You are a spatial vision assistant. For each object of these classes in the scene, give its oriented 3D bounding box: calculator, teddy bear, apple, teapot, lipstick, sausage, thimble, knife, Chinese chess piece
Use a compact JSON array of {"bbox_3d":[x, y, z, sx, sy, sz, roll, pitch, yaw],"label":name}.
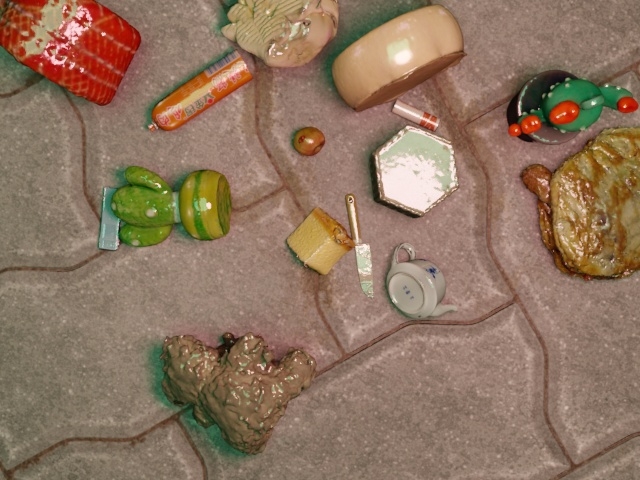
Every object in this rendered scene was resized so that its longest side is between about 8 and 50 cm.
[{"bbox_3d":[-0.569,-0.058,1.978,0.057,0.018,0.172,5,92,-2],"label":"calculator"},{"bbox_3d":[-0.212,0.293,1.970,0.160,0.078,0.119,-12,115,17],"label":"teddy bear"},{"bbox_3d":[-0.031,-0.267,1.942,0.084,0.084,0.071,-43,75,1],"label":"apple"},{"bbox_3d":[0.268,0.112,1.937,0.159,0.159,0.232,-35,82,1],"label":"teapot"},{"bbox_3d":[0.258,-0.337,1.960,0.130,0.038,0.038,24,92,-1],"label":"lipstick"},{"bbox_3d":[-0.329,-0.385,1.930,0.312,0.093,0.093,-33,92,1],"label":"sausage"},{"bbox_3d":[-0.636,-0.515,1.807,0.350,0.350,0.231,32,92,-1],"label":"thimble"},{"bbox_3d":[-0.243,0.361,1.879,0.367,0.224,0.357,37,117,11],"label":"teddy bear"},{"bbox_3d":[0.113,0.018,1.984,0.047,0.017,0.298,-9,92,-6],"label":"knife"},{"bbox_3d":[0.193,-0.448,1.806,0.338,0.338,0.141,-25,91,1],"label":"Chinese chess piece"}]

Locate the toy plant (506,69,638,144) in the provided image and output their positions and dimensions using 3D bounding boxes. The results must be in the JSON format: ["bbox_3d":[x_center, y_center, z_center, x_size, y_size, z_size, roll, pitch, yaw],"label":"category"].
[{"bbox_3d":[0.590,-0.327,1.781,0.279,0.400,0.185,7,94,-1],"label":"toy plant"}]

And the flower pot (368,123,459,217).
[{"bbox_3d":[0.238,-0.176,1.891,0.209,0.189,0.239,-7,92,1],"label":"flower pot"}]

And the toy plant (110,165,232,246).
[{"bbox_3d":[-0.403,-0.092,1.909,0.315,0.184,0.224,-3,114,9],"label":"toy plant"}]

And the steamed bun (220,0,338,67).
[{"bbox_3d":[-0.085,-0.580,1.879,0.280,0.207,0.268,36,101,29],"label":"steamed bun"}]

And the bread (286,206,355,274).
[{"bbox_3d":[0.000,0.000,1.962,0.147,0.127,0.152,-43,58,3],"label":"bread"}]

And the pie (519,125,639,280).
[{"bbox_3d":[0.779,-0.094,1.906,0.418,0.180,0.395,-20,91,-6],"label":"pie"}]
